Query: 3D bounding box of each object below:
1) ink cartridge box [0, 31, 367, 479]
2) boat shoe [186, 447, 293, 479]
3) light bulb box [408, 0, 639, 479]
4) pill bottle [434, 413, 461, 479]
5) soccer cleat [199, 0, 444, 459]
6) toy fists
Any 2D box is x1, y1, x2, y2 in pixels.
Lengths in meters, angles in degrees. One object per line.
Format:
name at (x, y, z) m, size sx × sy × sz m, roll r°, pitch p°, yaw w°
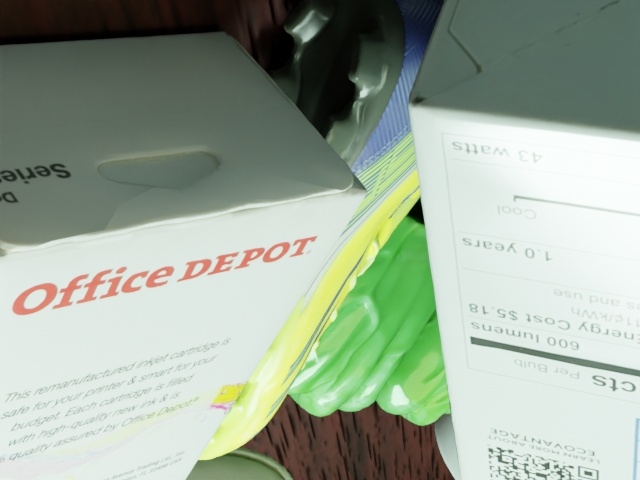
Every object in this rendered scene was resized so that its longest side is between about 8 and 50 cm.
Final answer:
ink cartridge box at (-0.135, 0.047, 0.668) m, size 0.201 × 0.117 × 0.278 m, roll -12°, pitch 144°, yaw -44°
boat shoe at (-0.173, 0.215, 0.927) m, size 0.335 × 0.112 × 0.095 m, roll -18°, pitch 165°, yaw -28°
light bulb box at (0.252, 0.005, 0.710) m, size 0.361 × 0.358 × 0.225 m, roll 78°, pitch 28°, yaw -50°
pill bottle at (0.283, 0.067, 1.140) m, size 0.392 × 0.224 × 0.224 m, roll -49°, pitch 153°, yaw 21°
soccer cleat at (0.001, 0.000, 0.765) m, size 0.121 × 0.093 × 0.289 m, roll -1°, pitch 125°, yaw -44°
toy fists at (0.049, 0.042, 0.939) m, size 0.142 × 0.096 × 0.279 m, roll -58°, pitch 150°, yaw 10°
